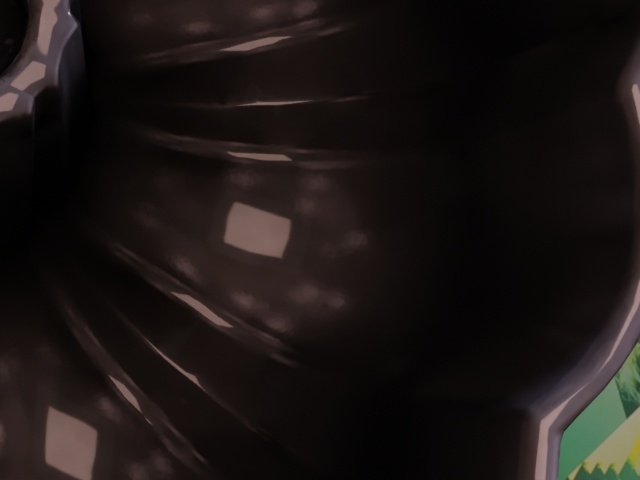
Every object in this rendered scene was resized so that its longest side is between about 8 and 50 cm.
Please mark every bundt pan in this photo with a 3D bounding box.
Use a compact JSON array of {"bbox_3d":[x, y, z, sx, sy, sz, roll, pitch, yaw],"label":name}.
[{"bbox_3d":[-0.091,-0.039,0.430,0.330,0.124,0.331,2,82,-16],"label":"bundt pan"}]

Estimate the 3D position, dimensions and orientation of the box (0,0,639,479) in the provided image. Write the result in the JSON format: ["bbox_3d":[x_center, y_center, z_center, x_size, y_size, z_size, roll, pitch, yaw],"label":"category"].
[{"bbox_3d":[0.000,0.000,0.548,0.232,0.058,0.322,-41,97,-18],"label":"box"}]
